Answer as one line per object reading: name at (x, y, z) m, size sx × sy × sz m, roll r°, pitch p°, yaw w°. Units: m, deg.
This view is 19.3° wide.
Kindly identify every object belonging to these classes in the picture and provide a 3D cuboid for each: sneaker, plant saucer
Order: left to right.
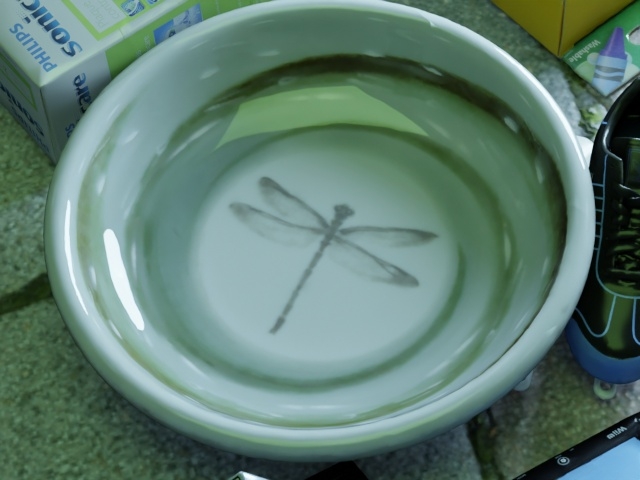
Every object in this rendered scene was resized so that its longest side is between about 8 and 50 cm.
plant saucer at (0.000, 0.000, 1.400) m, size 0.400 × 0.100 × 0.400 m, roll -2°, pitch 56°, yaw 2°
sneaker at (0.224, -0.013, 1.383) m, size 0.081 × 0.090 × 0.232 m, roll 7°, pitch 58°, yaw 2°

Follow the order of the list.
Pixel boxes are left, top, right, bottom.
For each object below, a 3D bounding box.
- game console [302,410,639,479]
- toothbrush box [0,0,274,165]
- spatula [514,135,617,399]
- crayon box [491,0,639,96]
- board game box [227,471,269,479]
game console at (0.116, 0.201, 1.261) m, size 0.361 × 0.044 × 0.213 m, roll -24°, pitch 49°, yaw -22°
toothbrush box at (-0.157, -0.222, 1.541) m, size 0.283 × 0.122 × 0.206 m, roll -34°, pitch 61°, yaw -16°
spatula at (0.225, 0.025, 1.425) m, size 0.168 × 0.019 × 0.242 m, roll 13°, pitch 59°, yaw 5°
crayon box at (0.202, -0.291, 1.591) m, size 0.203 × 0.083 × 0.323 m, roll -36°, pitch 63°, yaw -19°
board game box at (-0.092, 0.346, 1.046) m, size 0.318 × 0.066 × 0.319 m, roll -36°, pitch 57°, yaw 21°
